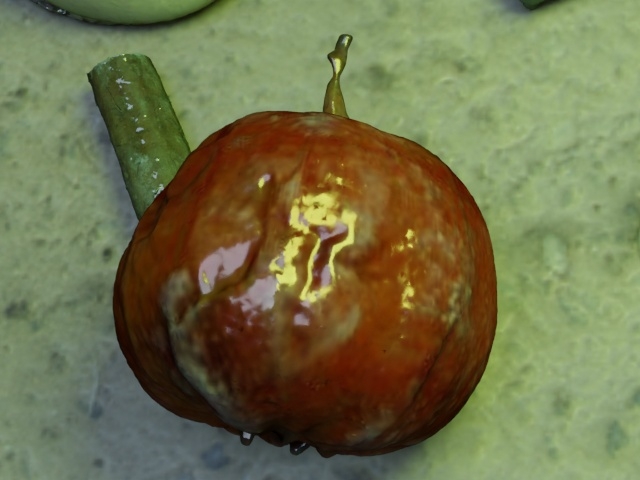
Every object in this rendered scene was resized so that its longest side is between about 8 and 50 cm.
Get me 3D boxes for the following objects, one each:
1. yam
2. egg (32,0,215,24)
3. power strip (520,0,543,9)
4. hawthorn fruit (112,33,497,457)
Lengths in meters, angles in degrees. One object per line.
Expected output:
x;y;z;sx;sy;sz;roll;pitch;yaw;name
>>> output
-0.124;-0.071;1.132;0.054;0.054;0.132;-25;73;6;yam
-0.156;-0.297;1.126;0.286;0.174;0.264;34;91;14;egg
0.217;-0.263;1.100;0.216;0.061;0.145;-19;68;7;power strip
0.000;0.000;0.994;0.242;0.242;0.271;12;81;15;hawthorn fruit
